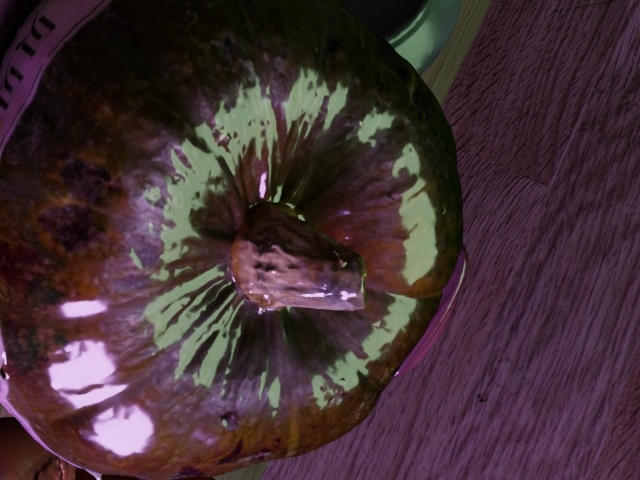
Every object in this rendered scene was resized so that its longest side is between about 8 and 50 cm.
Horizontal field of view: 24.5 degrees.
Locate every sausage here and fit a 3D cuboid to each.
[{"bbox_3d":[-0.182,0.136,0.809,0.141,0.076,0.076,-14,127,-79],"label":"sausage"}]

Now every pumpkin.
[{"bbox_3d":[-0.042,-0.006,0.695,0.260,0.189,0.260,-14,118,-28],"label":"pumpkin"}]

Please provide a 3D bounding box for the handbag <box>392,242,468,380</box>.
[{"bbox_3d":[0.000,0.000,1.087,0.146,0.225,0.135,-53,-178,7],"label":"handbag"}]

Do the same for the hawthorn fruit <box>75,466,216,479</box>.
[{"bbox_3d":[-0.143,0.240,0.968,0.215,0.215,0.249,-68,165,5],"label":"hawthorn fruit"}]

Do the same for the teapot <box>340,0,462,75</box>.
[{"bbox_3d":[-0.015,-0.143,0.907,0.225,0.171,0.203,112,-27,-71],"label":"teapot"}]
